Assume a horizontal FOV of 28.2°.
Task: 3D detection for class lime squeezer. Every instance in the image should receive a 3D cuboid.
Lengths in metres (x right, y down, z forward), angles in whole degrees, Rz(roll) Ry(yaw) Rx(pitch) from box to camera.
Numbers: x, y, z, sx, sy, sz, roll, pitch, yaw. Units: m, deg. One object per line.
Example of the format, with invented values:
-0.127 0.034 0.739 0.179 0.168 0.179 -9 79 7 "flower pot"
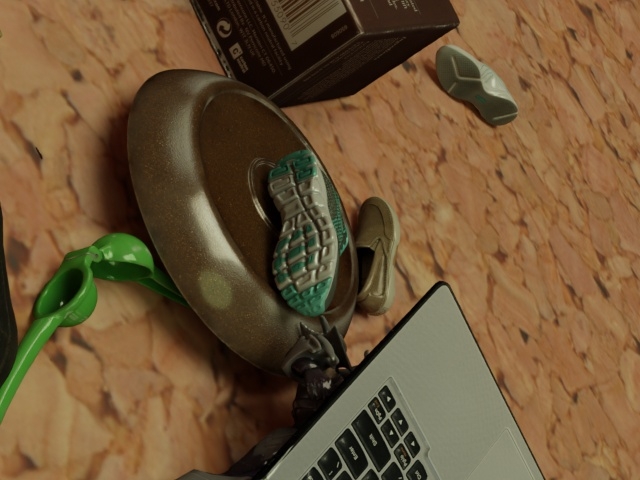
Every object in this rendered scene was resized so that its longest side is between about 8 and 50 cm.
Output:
-0.179 0.057 1.005 0.310 0.058 0.110 -27 117 -56 "lime squeezer"

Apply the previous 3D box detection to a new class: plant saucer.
-0.053 -0.028 1.161 0.310 0.050 0.311 41 34 -35 "plant saucer"

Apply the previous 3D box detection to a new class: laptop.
0.138 0.296 0.937 0.408 0.236 0.382 -44 116 -36 "laptop"

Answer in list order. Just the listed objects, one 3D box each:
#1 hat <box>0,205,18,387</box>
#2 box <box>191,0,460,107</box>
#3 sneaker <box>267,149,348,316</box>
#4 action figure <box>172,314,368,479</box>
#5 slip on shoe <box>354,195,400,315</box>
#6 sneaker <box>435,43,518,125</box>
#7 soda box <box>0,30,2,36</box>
-0.332 0.003 0.769 0.331 0.133 0.331 51 30 -46 "hat"
0.002 -0.250 1.325 0.203 0.167 0.169 -17 79 -54 "box"
0.000 0.000 1.111 0.076 0.065 0.167 42 35 -44 "sneaker"
-0.016 0.183 1.047 0.285 0.099 0.185 -44 119 -45 "action figure"
0.049 0.010 1.301 0.041 0.051 0.135 29 54 -39 "slip on shoe"
0.194 -0.207 1.631 0.152 0.053 0.061 36 32 -38 "sneaker"
-0.334 -0.164 0.950 0.181 0.061 0.058 -12 76 -53 "soda box"
